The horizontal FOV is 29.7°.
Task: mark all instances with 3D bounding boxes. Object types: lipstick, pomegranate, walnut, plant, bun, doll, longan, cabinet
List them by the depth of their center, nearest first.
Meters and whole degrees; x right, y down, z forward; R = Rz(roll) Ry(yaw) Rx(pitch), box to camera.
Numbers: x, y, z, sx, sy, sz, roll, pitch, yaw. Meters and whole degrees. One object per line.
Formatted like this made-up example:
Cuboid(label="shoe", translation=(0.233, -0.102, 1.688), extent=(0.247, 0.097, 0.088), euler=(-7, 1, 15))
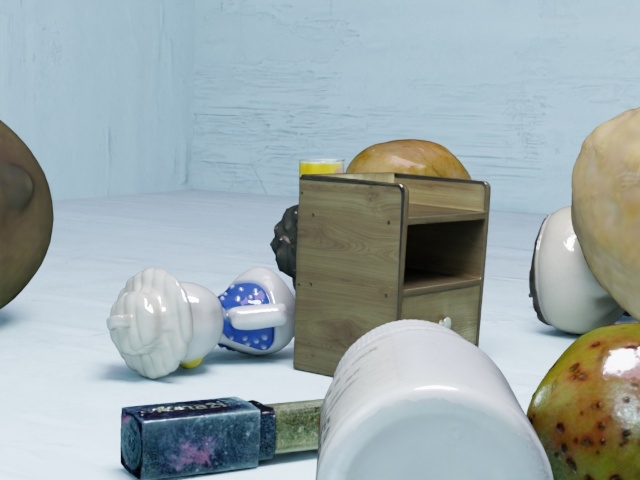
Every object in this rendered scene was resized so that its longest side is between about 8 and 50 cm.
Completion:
Cuboid(label="pomegranate", translation=(0.206, 0.140, 0.832), extent=(0.159, 0.159, 0.205), euler=(-2, -19, -28))
Cuboid(label="lipstick", translation=(-0.011, 0.153, 1.010), extent=(0.312, 0.051, 0.051), euler=(-1, 6, -29))
Cuboid(label="doll", translation=(-0.119, 0.088, 1.335), extent=(0.138, 0.119, 0.293), euler=(-4, -4, 39))
Cuboid(label="cabinet", translation=(0.083, 0.038, 1.337), extent=(0.148, 0.215, 0.175), euler=(8, 8, 38))
Cuboid(label="walnut", translation=(0.479, -0.028, 1.381), extent=(0.381, 0.381, 0.381), euler=(1, 6, 0))
Cuboid(label="longan", translation=(-0.502, -0.037, 1.467), extent=(0.361, 0.361, 0.361), euler=(1, 6, 0))
Cuboid(label="bun", translation=(0.354, 0.037, 1.564), extent=(0.120, 0.172, 0.173), euler=(3, 6, 35))
Cuboid(label="plant", translation=(0.034, 0.015, 1.794), extent=(0.142, 0.164, 0.256), euler=(13, -3, 44))
Cuboid(label="pomegranate", translation=(0.175, -0.070, 2.246), extent=(0.252, 0.229, 0.270), euler=(-5, 15, -39))

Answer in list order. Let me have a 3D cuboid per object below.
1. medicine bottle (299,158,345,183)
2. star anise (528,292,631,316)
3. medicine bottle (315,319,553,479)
Cuboid(label="medicine bottle", translation=(0.000, 0.000, 1.620), extent=(0.074, 0.218, 0.074), euler=(0, 7, 0))
Cuboid(label="star anise", translation=(0.393, 0.078, 1.713), extent=(0.204, 0.061, 0.181), euler=(7, 9, 40))
Cuboid(label="medicine bottle", translation=(0.068, 0.133, 0.798), extent=(0.144, 0.144, 0.252), euler=(2, 9, 1))
